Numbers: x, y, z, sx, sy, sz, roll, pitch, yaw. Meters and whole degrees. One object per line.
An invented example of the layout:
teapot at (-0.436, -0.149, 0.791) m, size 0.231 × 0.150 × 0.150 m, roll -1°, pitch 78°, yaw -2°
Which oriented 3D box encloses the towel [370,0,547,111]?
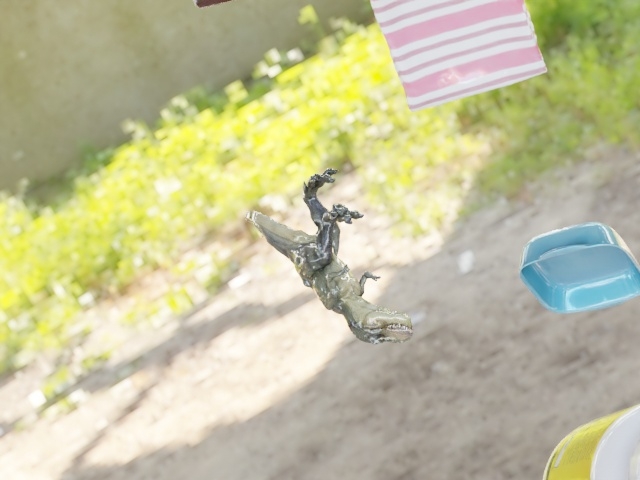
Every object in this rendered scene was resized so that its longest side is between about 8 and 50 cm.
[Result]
towel at (0.122, -0.226, 1.615) m, size 0.144 × 0.197 × 0.029 m, roll -16°, pitch 24°, yaw 13°

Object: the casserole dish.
casserole dish at (0.271, 0.027, 1.744) m, size 0.114 × 0.037 × 0.188 m, roll -15°, pitch -26°, yaw 19°

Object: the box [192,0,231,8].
box at (-0.028, -0.316, 1.377) m, size 0.167 × 0.168 × 0.203 m, roll -10°, pitch 27°, yaw 23°

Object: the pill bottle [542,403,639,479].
pill bottle at (0.371, 0.274, 1.868) m, size 0.188 × 0.188 × 0.334 m, roll -32°, pitch -7°, yaw -12°

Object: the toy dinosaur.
toy dinosaur at (0.000, 0.000, 1.701) m, size 0.064 × 0.118 × 0.268 m, roll -9°, pitch 37°, yaw -36°
